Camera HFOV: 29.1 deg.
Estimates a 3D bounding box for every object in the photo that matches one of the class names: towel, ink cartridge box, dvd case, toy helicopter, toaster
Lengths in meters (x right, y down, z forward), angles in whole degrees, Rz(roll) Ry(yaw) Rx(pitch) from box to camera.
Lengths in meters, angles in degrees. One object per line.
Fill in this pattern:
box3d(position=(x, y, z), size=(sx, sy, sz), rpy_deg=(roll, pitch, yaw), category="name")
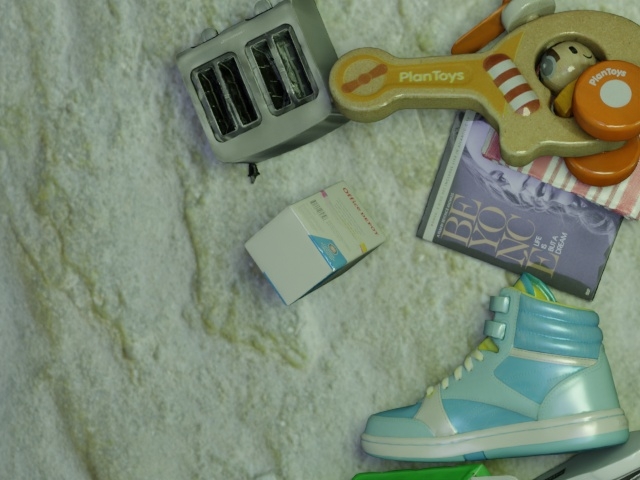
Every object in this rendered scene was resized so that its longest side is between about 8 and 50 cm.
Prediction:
box3d(position=(0.296, -0.121, 1.390), size=(0.197, 0.029, 0.144), rpy_deg=(25, 87, 14), category="towel")
box3d(position=(0.000, 0.000, 1.457), size=(0.090, 0.143, 0.092), rpy_deg=(-39, 82, 35), category="ink cartridge box")
box3d(position=(0.239, -0.044, 1.433), size=(0.221, 0.018, 0.165), rpy_deg=(21, 101, 15), category="dvd case")
box3d(position=(0.186, -0.189, 1.335), size=(0.355, 0.140, 0.235), rpy_deg=(-1, 68, 6), category="toy helicopter")
box3d(position=(-0.062, -0.182, 1.469), size=(0.168, 0.110, 0.186), rpy_deg=(-22, 88, 19), category="toaster")

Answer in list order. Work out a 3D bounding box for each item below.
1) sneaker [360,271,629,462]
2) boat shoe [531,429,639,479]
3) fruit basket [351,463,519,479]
box3d(position=(0.188, 0.148, 1.423), size=(0.319, 0.127, 0.208), rpy_deg=(-10, 80, 25), category="sneaker")
box3d(position=(0.302, 0.293, 1.404), size=(0.228, 0.080, 0.076), rpy_deg=(-36, 93, 28), category="boat shoe")
box3d(position=(0.150, 0.432, 1.433), size=(0.327, 0.165, 0.353), rpy_deg=(-14, 109, 38), category="fruit basket")
